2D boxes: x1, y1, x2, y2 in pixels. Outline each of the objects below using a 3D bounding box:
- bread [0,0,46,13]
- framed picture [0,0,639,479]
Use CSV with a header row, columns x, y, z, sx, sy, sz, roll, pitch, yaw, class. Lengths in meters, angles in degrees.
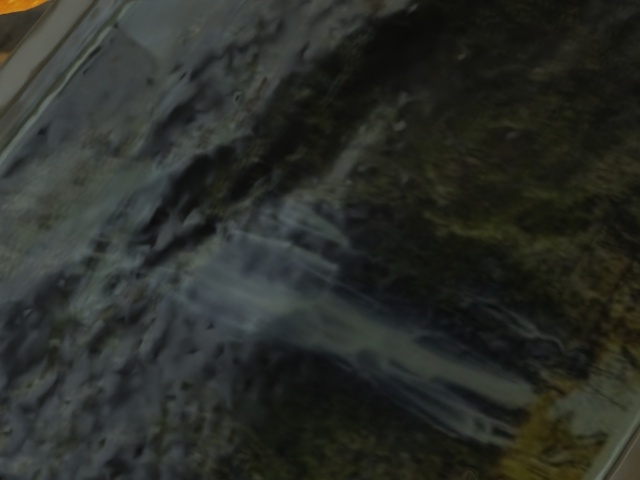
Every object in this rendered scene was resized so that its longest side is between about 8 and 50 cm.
x,y,z,sx,sy,sz,roll,pitch,yaw,class
-0.230,-0.285,0.908,0.207,0.279,0.279,47,131,16,bread
0.000,0.000,0.423,0.240,0.020,0.324,31,73,24,framed picture
